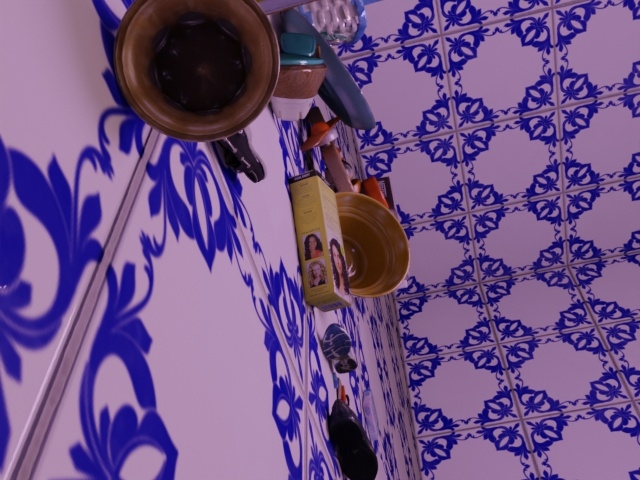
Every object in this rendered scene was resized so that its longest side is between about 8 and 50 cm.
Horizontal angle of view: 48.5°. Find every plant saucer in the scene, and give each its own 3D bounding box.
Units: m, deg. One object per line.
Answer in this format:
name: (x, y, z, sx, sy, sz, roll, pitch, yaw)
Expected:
plant saucer: (0.009, -0.362, 1.556, 0.318, 0.043, 0.317, 52, -1, 2)

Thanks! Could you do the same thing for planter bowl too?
planter bowl: (0.056, 0.022, 1.357, 0.090, 0.217, 0.217, 134, -48, -56)

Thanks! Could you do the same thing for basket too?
basket: (0.063, -0.565, 1.660, 0.255, 0.288, 0.201, -131, -160, -81)

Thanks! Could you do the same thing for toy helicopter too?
toy helicopter: (0.017, -0.201, 1.605, 0.235, 0.140, 0.355, 58, 9, -44)

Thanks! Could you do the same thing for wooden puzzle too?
wooden puzzle: (0.044, 0.297, 1.302, 0.116, 0.014, 0.079, 69, 11, -47)

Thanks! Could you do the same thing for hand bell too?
hand bell: (-0.104, -0.149, 0.660, 0.242, 0.126, 0.126, -134, -149, -83)

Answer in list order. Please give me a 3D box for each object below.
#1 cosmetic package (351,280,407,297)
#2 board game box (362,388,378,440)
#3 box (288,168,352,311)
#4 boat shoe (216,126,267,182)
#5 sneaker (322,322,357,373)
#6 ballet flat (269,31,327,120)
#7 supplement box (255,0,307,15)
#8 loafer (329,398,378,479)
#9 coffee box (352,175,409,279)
cosmetic package: (0.142, 0.042, 1.910, 0.151, 0.151, 0.184, -46, 124, -81)
board game box: (0.117, 0.405, 1.657, 0.090, 0.020, 0.090, -62, 140, -79)
box: (0.000, 0.000, 1.229, 0.087, 0.058, 0.232, 38, 38, -61)
boat shoe: (-0.094, -0.099, 0.813, 0.046, 0.038, 0.125, 36, -16, 21)
sneaker: (0.027, 0.182, 1.261, 0.135, 0.052, 0.058, 76, -6, -48)
ballet flat: (-0.050, -0.282, 1.250, 0.342, 0.116, 0.124, -94, -171, -67)
supplement box: (-0.058, -0.469, 1.065, 0.356, 0.194, 0.195, -69, 146, -77)
loafer: (0.056, 0.333, 1.172, 0.061, 0.062, 0.170, -99, 175, -59)
coffee box: (0.107, -0.021, 1.690, 0.297, 0.168, 0.119, -89, 165, -57)
